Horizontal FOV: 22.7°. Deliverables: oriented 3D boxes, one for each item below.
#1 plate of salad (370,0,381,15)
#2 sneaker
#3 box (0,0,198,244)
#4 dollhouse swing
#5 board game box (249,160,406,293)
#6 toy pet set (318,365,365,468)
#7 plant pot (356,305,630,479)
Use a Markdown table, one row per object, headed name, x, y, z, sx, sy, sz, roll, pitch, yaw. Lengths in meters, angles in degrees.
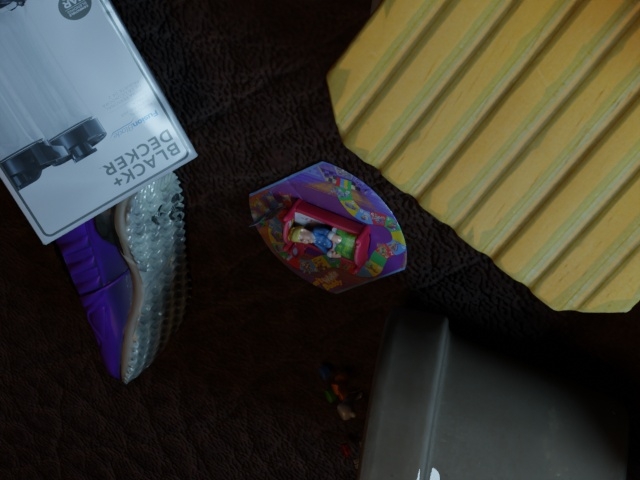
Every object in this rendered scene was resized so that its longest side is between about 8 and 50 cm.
| name | x | y | z | sx | sy | sz | roll | pitch | yaw |
| --- | --- | --- | --- | --- | --- | --- | --- | --- | --- |
| plate of salad | 0.135 | -0.159 | 1.231 | 0.200 | 0.048 | 0.200 | 13 | 128 | 17 |
| sneaker | -0.220 | 0.013 | 1.637 | 0.146 | 0.102 | 0.293 | 25 | 135 | 20 |
| box | -0.250 | -0.162 | 1.413 | 0.290 | 0.169 | 0.087 | 63 | 175 | -28 |
| dollhouse swing | 0.169 | -0.096 | 1.057 | 0.347 | 0.315 | 0.305 | 38 | 105 | -2 |
| board game box | 0.000 | 0.000 | 1.501 | 0.169 | 0.033 | 0.133 | -21 | 114 | 47 |
| toy pet set | 0.061 | 0.190 | 1.642 | 0.114 | 0.065 | 0.122 | 46 | 156 | 52 |
| plant pot | 0.154 | 0.204 | 1.448 | 0.229 | 0.263 | 0.263 | 9 | 136 | 5 |
